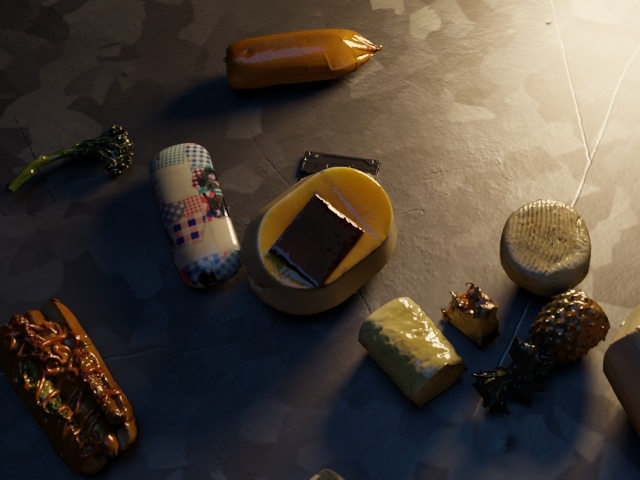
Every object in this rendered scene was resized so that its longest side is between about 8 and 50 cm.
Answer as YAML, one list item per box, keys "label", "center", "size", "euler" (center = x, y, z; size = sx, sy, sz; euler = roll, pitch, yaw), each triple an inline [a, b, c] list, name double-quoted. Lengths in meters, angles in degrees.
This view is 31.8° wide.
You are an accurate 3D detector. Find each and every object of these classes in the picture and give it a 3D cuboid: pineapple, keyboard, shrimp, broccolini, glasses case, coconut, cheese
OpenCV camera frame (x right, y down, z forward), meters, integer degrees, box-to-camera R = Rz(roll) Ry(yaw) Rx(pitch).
- label: "pineapple"
  center: [0.266, 0.134, 1.934]
  size: [0.069, 0.137, 0.116]
  euler: [-34, 98, -10]
- label: "pineapple"
  center: [0.364, 0.193, 1.876]
  size: [0.251, 0.125, 0.125]
  euler: [-38, 60, -9]
- label: "keyboard"
  center: [0.038, -0.144, 2.190]
  size: [0.155, 0.010, 0.053]
  euler: [9, 60, 14]
- label: "shrimp"
  center: [0.027, -0.123, 2.137]
  size: [0.161, 0.091, 0.034]
  euler: [2, 73, 18]
- label: "broccolini"
  center: [-0.491, -0.141, 2.238]
  size: [0.271, 0.062, 0.123]
  euler: [-26, 42, -15]
- label: "glasses case"
  center: [-0.240, -0.052, 2.134]
  size: [0.125, 0.076, 0.327]
  euler: [-18, 57, -6]
- label: "coconut"
  center: [0.569, 0.197, 1.767]
  size: [0.239, 0.239, 0.244]
  euler: [-16, 56, -2]
- label: "cheese"
  center: [0.155, 0.186, 1.912]
  size: [0.123, 0.094, 0.167]
  euler: [-34, 59, -11]

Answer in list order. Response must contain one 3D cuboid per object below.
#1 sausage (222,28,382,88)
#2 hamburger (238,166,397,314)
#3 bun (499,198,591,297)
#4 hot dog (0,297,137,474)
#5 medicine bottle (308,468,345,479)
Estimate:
- label: "sausage"
  center: [-0.034, -0.375, 2.297]
  size: [0.328, 0.112, 0.112]
  euler: [-7, 57, 1]
- label: "hamburger"
  center: [0.000, 0.000, 2.026]
  size: [0.295, 0.151, 0.227]
  euler: [-35, 76, -20]
- label: "bun"
  center: [0.395, 0.019, 1.973]
  size: [0.166, 0.113, 0.173]
  euler: [39, 69, 20]
- label: "hot dog"
  center: [-0.449, 0.245, 1.952]
  size: [0.158, 0.117, 0.349]
  euler: [-33, 59, -12]
- label: "medicine bottle"
  center: [-0.052, 0.495, 1.718]
  size: [0.293, 0.141, 0.141]
  euler: [-41, 61, -17]
